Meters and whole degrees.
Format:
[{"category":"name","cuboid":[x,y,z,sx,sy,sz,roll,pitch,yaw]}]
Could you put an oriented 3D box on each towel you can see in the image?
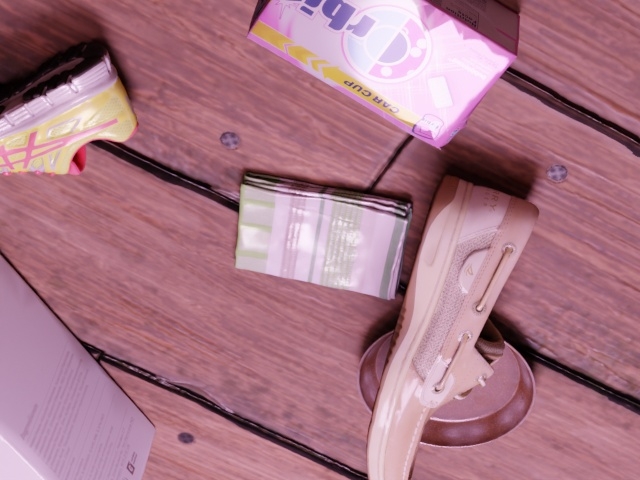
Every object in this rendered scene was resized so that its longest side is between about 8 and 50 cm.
[{"category":"towel","cuboid":[0.000,0.000,1.248,0.152,0.023,0.113,10,130,3]}]

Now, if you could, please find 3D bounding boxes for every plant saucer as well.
[{"category":"plant saucer","cuboid":[0.119,0.130,1.331,0.168,0.029,0.168,6,131,7]}]

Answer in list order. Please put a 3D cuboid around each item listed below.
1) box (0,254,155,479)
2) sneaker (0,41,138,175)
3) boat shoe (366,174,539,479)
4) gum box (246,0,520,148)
[{"category":"box","cuboid":[-0.355,0.161,1.358,0.215,0.168,0.345,-19,124,25]},{"category":"sneaker","cuboid":[-0.245,-0.083,1.189,0.208,0.081,0.094,-20,125,25]},{"category":"boat shoe","cuboid":[0.110,0.093,1.220,0.098,0.109,0.302,16,113,4]},{"category":"gum box","cuboid":[0.054,-0.161,1.076,0.188,0.062,0.107,29,129,-13]}]
